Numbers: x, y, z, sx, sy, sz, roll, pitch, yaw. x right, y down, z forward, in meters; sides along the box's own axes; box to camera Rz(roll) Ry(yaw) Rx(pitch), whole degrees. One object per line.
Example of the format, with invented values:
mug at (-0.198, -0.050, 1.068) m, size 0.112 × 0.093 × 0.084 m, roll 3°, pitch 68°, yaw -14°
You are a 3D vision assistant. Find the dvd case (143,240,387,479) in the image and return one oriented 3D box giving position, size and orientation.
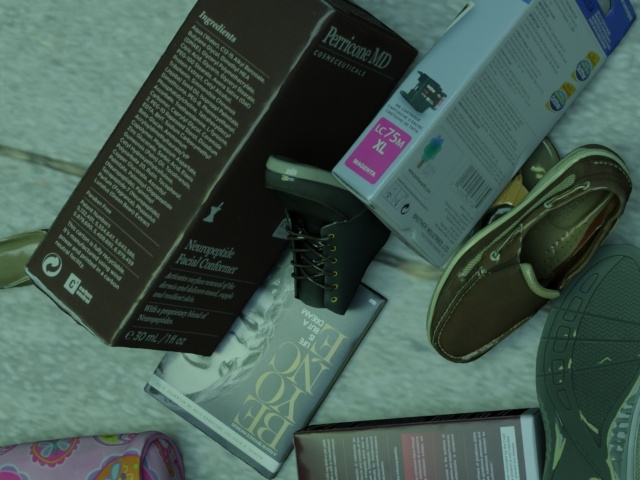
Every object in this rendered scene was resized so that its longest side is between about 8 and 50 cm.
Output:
dvd case at (-0.058, 0.106, 1.786) m, size 0.164 × 0.018 × 0.221 m, roll 34°, pitch 100°, yaw 13°

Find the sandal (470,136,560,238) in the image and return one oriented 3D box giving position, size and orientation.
sandal at (0.179, -0.020, 1.698) m, size 0.072 × 0.049 × 0.180 m, roll 25°, pitch 98°, yaw 14°

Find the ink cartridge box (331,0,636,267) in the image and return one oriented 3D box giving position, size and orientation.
ink cartridge box at (0.156, -0.135, 1.609) m, size 0.065 × 0.186 × 0.311 m, roll 41°, pitch 90°, yaw 31°

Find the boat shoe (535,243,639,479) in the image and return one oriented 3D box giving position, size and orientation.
boat shoe at (0.274, 0.165, 1.657) m, size 0.118 × 0.103 × 0.320 m, roll -1°, pitch 84°, yaw 35°

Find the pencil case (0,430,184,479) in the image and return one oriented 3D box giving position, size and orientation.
pencil case at (-0.281, 0.267, 1.807) m, size 0.284 × 0.124 × 0.124 m, roll -11°, pitch 88°, yaw 17°

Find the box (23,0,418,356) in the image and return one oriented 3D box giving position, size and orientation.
box at (-0.092, -0.078, 1.693) m, size 0.143 × 0.191 × 0.381 m, roll 38°, pitch 102°, yaw 26°

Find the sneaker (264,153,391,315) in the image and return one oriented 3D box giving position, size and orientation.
sneaker at (0.000, 0.000, 1.652) m, size 0.083 × 0.222 × 0.118 m, roll 20°, pitch 84°, yaw 29°

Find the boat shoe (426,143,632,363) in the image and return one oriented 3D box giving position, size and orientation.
boat shoe at (0.188, 0.023, 1.638) m, size 0.095 × 0.095 × 0.257 m, roll 32°, pitch 111°, yaw -15°

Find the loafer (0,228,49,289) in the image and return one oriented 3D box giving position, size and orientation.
loafer at (-0.334, 0.027, 1.847) m, size 0.148 × 0.050 × 0.056 m, roll -21°, pitch 86°, yaw 16°

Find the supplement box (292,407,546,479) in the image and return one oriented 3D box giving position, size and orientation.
supplement box at (0.101, 0.237, 1.714) m, size 0.239 × 0.073 × 0.130 m, roll -5°, pitch 90°, yaw 15°
